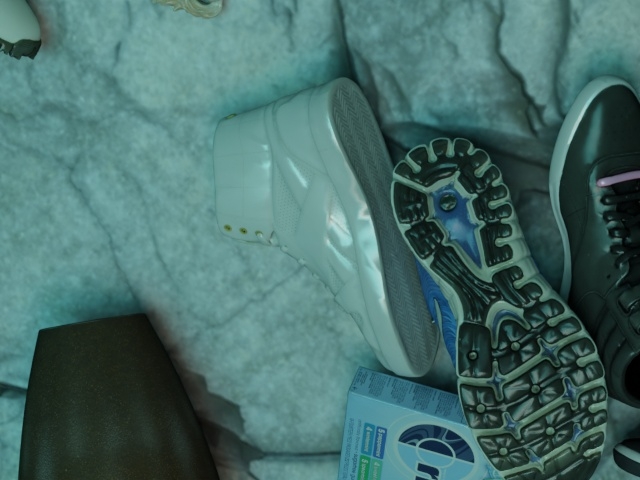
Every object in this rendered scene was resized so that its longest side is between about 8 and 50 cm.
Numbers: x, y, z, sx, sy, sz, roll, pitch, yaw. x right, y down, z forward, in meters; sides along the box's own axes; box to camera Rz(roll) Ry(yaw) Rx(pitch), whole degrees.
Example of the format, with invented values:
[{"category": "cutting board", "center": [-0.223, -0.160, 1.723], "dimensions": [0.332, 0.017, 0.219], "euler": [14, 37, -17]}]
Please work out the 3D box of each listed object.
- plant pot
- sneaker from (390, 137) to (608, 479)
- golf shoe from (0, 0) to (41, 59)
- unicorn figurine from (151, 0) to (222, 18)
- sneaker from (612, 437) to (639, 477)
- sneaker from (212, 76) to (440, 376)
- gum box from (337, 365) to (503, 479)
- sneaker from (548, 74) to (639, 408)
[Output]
[{"category": "plant pot", "center": [-0.209, 0.193, 1.379], "dimensions": [0.215, 0.215, 0.230], "euler": [-10, 88, 17]}, {"category": "sneaker", "center": [0.165, 0.070, 1.253], "dimensions": [0.130, 0.147, 0.330], "euler": [-20, 80, 6]}, {"category": "golf shoe", "center": [-0.346, -0.297, 1.331], "dimensions": [0.120, 0.105, 0.273], "euler": [-38, 93, 13]}, {"category": "unicorn figurine", "center": [-0.092, -0.279, 1.294], "dimensions": [0.111, 0.060, 0.162], "euler": [28, 126, 6]}, {"category": "sneaker", "center": [0.387, 0.175, 1.276], "dimensions": [0.235, 0.084, 0.097], "euler": [-1, 87, 10]}, {"category": "sneaker", "center": [0.000, 0.000, 1.324], "dimensions": [0.169, 0.108, 0.292], "euler": [-11, 105, 32]}, {"category": "gum box", "center": [0.112, 0.211, 1.339], "dimensions": [0.184, 0.041, 0.157], "euler": [15, 131, 12]}, {"category": "sneaker", "center": [0.274, 0.011, 1.203], "dimensions": [0.104, 0.147, 0.295], "euler": [-8, 110, -21]}]
